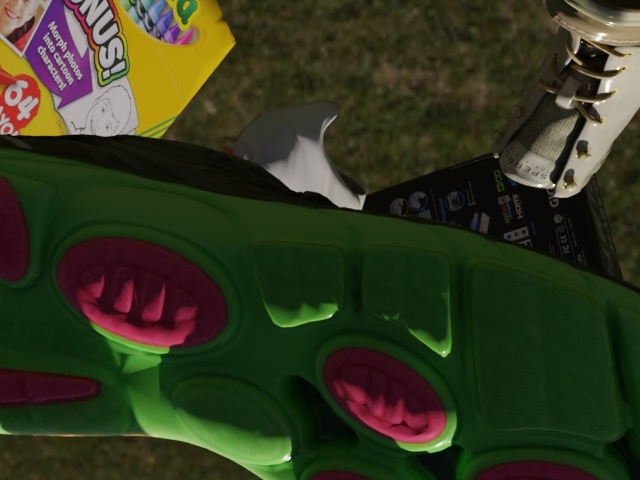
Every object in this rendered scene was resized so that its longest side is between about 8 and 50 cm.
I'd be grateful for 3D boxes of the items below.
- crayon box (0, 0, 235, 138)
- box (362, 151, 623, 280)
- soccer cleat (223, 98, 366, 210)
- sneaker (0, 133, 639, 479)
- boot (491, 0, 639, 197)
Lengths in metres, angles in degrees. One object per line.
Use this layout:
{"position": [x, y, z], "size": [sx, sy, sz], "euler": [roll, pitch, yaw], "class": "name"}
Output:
{"position": [-0.260, -0.224, 1.609], "size": [0.106, 0.313, 0.363], "euler": [19, 150, 33], "class": "crayon box"}
{"position": [0.111, 0.090, 1.358], "size": [0.293, 0.295, 0.073], "euler": [-20, 158, 20], "class": "box"}
{"position": [0.000, 0.000, 1.040], "size": [0.076, 0.068, 0.196], "euler": [-27, 129, -13], "class": "soccer cleat"}
{"position": [0.002, 0.039, 0.782], "size": [0.483, 0.202, 0.185], "euler": [20, 111, 13], "class": "sneaker"}
{"position": [0.156, -0.099, 0.969], "size": [0.077, 0.213, 0.165], "euler": [40, 116, 14], "class": "boot"}
